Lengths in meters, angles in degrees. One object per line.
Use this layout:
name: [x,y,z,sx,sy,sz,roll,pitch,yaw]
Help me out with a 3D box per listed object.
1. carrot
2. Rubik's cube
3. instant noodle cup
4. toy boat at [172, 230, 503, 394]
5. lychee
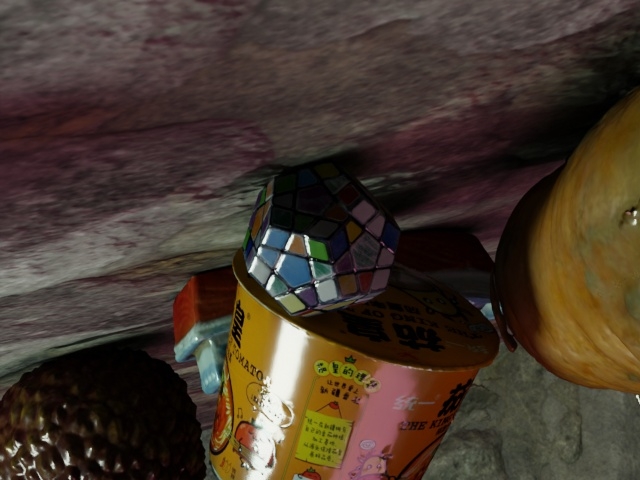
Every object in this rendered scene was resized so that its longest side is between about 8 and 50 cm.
carrot: [0.262,-0.004,0.793,0.224,0.224,0.340,-12,171,-11]
Rubik's cube: [0.000,0.000,0.797,0.093,0.111,0.111,-42,163,9]
instant noodle cup: [0.013,0.115,0.924,0.216,0.172,0.216,16,-162,-5]
toy boat: [0.034,0.077,1.100,0.332,0.133,0.145,-11,166,-20]
lychee: [-0.233,0.236,1.250,0.236,0.271,0.236,-19,142,-15]
